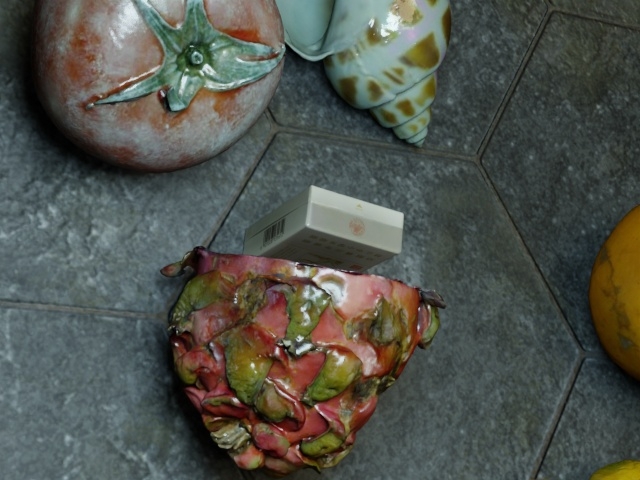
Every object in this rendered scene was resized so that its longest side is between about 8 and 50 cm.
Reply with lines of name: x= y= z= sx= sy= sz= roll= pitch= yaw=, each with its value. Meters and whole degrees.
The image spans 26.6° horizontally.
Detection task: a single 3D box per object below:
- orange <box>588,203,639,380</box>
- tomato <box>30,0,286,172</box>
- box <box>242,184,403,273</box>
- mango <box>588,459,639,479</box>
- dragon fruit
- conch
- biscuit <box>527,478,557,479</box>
orange: x=0.543 y=0.078 z=1.961 sx=0.312 sy=0.312 sz=0.312 roll=9 pitch=70 yaw=-26
tomato: x=-0.201 y=-0.238 z=1.655 sx=0.317 sy=0.282 sz=0.316 roll=-11 pitch=113 yaw=-27
box: x=0.000 y=0.000 z=1.748 sx=0.141 sy=0.201 sz=0.058 roll=15 pitch=67 yaw=-22
mango: x=0.401 y=0.365 z=1.863 sx=0.190 sy=0.075 sz=0.098 roll=-26 pitch=66 yaw=-37
dragon fruit: x=-0.040 y=0.161 z=1.659 sx=0.296 sy=0.314 sz=0.263 roll=16 pitch=82 yaw=-48
conch: x=0.059 y=-0.304 z=1.889 sx=0.249 sy=0.197 sz=0.368 roll=-18 pitch=87 yaw=5
biscuit: x=0.280 y=0.510 z=1.814 sx=0.365 sy=0.062 sz=0.385 roll=11 pitch=69 yaw=-24
